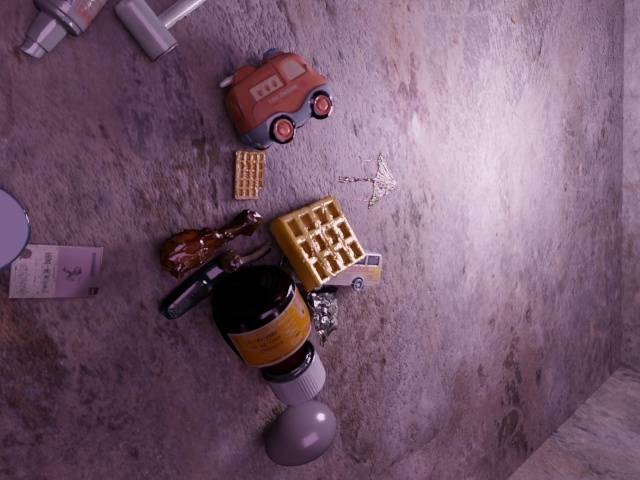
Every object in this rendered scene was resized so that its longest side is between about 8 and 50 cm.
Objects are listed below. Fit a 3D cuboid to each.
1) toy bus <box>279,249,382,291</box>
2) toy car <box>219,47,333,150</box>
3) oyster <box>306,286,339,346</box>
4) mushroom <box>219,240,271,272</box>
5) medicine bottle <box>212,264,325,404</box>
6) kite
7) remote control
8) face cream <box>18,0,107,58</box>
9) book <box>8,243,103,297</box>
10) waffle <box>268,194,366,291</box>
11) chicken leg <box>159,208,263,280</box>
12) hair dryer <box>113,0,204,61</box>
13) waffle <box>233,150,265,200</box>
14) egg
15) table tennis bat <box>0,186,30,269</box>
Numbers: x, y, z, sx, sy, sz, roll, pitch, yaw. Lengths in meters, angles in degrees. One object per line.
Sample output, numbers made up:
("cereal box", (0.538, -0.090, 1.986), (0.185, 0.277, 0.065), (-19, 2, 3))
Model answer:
("toy bus", (0.040, 0.084, 1.401), (0.343, 0.097, 0.137), (7, 95, -35))
("toy car", (-0.114, -0.367, 1.153), (0.271, 0.181, 0.212), (-37, 109, -20))
("oyster", (0.010, 0.221, 1.345), (0.087, 0.199, 0.252), (-22, 159, 13))
("mushroom", (-0.203, 0.043, 1.244), (0.187, 0.061, 0.060), (-20, 92, -52))
("medicine bottle", (-0.129, 0.276, 1.266), (0.243, 0.242, 0.395), (-35, 127, -21))
("kite", (0.163, -0.199, 1.469), (0.244, 0.006, 0.197), (2, 100, -34))
("remote control", (-0.326, 0.127, 1.202), (0.222, 0.042, 0.072), (-41, 119, -25))
("face cream", (-0.512, -0.470, 0.905), (0.101, 0.101, 0.251), (37, 81, -34))
("book", (-0.602, 0.071, 1.029), (0.182, 0.014, 0.127), (5, 98, -33))
("waffle", (0.000, 0.000, 1.294), (0.248, 0.055, 0.221), (-28, 88, -41))
("chicken leg", (-0.282, -0.002, 1.186), (0.304, 0.093, 0.113), (-28, 133, -34))
("hair dryer", (-0.335, -0.532, 1.027), (0.236, 0.073, 0.131), (-47, 121, -18))
("waffle", (-0.194, -0.177, 1.231), (0.092, 0.021, 0.134), (-5, 104, -32))
("egg", (-0.063, 0.608, 1.413), (0.232, 0.176, 0.176), (-30, 116, -21))
("table tennis bat", (-0.762, -0.031, 0.881), (0.329, 0.044, 0.215), (7, 93, -34))
